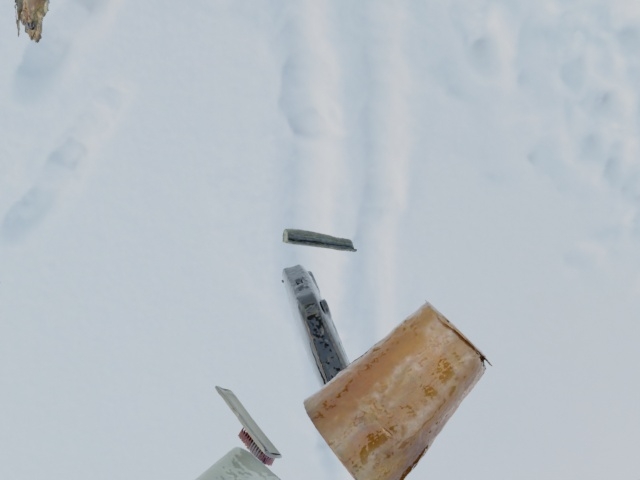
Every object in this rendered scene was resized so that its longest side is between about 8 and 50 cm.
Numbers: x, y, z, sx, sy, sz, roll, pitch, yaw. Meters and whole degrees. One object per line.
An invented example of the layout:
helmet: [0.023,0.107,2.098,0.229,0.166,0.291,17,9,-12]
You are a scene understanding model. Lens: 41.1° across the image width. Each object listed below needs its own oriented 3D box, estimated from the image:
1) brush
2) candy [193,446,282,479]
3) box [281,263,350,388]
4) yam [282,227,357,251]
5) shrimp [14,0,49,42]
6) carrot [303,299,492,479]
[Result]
brush: [-0.191,0.461,2.136,0.060,0.321,0.050,26,97,-35]
candy: [-0.198,0.551,1.603,0.358,0.208,0.145,-26,142,-58]
box: [0.007,0.247,1.997,0.090,0.350,0.359,-22,106,-4]
yam: [0.000,0.000,1.449,0.129,0.033,0.027,9,96,-21]
shrimp: [-0.406,-0.420,1.304,0.150,0.068,0.249,0,129,-50]
carrot: [0.125,0.228,1.241,0.254,0.196,0.196,-42,146,-2]
